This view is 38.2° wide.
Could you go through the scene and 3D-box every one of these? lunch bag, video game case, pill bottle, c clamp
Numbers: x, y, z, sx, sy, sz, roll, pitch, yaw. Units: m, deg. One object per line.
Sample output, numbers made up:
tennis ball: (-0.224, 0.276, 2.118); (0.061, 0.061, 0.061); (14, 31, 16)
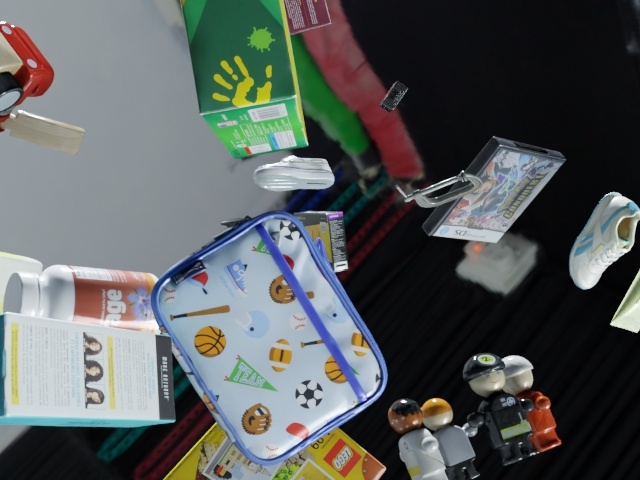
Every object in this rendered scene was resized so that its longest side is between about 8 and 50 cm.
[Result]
lunch bag: (-0.065, 0.115, 1.200); (0.303, 0.243, 0.115); (60, -10, -2)
video game case: (0.397, -0.107, 2.110); (0.248, 0.274, 0.035); (6, 41, -41)
pill bottle: (-0.354, 0.100, 1.387); (0.216, 0.121, 0.121); (7, 7, -34)
c clamp: (0.246, -0.102, 1.872); (0.137, 0.161, 0.022); (46, 28, -61)

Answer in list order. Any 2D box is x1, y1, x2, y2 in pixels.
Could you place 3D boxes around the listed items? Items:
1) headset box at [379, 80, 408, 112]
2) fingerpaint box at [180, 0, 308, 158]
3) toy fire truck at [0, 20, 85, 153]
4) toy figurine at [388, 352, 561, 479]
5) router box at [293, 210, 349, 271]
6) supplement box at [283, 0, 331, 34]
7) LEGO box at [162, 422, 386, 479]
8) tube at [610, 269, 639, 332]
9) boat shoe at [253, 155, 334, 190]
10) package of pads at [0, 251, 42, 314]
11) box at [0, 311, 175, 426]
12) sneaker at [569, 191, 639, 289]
headset box: (0.167, -0.328, 2.109); (0.032, 0.062, 0.083); (34, 1, -5)
fingerpaint box: (-0.138, -0.365, 1.613); (0.445, 0.163, 0.370); (68, 12, -87)
toy fire truck: (-0.443, -0.197, 1.327); (0.158, 0.217, 0.246); (52, 28, 3)
toy figurine: (0.211, 0.254, 1.299); (0.213, 0.210, 0.148); (10, 55, -60)
router box: (0.000, 0.000, 2.124); (0.179, 0.046, 0.133); (4, -78, 64)
supplement box: (-0.111, -0.508, 2.033); (0.073, 0.240, 0.130); (-144, -141, -73)
LEGO box: (-0.156, 0.614, 2.134); (0.372, 0.500, 0.193); (39, -26, 10)
tube: (0.675, 0.077, 1.873); (0.070, 0.240, 0.062); (28, 13, 6)
boat shoe: (-0.073, -0.172, 2.310); (0.083, 0.226, 0.075); (-41, -125, 44)
package of pads: (-0.779, 0.134, 2.147); (0.101, 0.229, 0.296); (3, -8, 21)
box: (-0.253, 0.141, 0.967); (0.060, 0.100, 0.244); (-14, -18, 28)
sneaker: (0.631, 0.012, 2.055); (0.088, 0.228, 0.092); (8, 22, -30)
